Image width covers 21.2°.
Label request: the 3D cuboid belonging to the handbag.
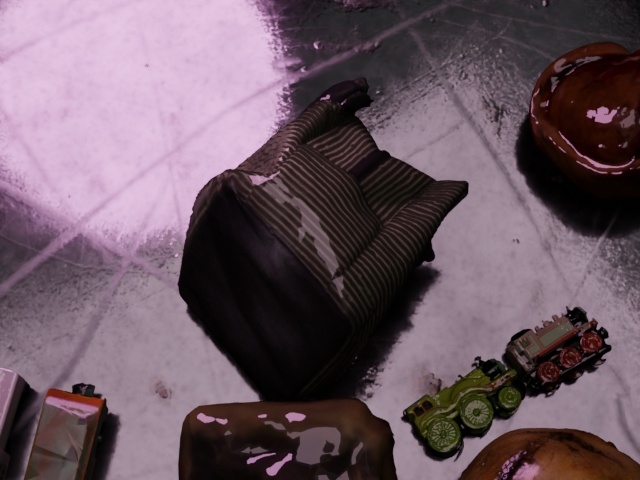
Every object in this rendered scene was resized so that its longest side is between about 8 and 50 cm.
[{"bbox_3d":[0.000,0.000,1.856,0.247,0.341,0.240,46,63,8],"label":"handbag"}]

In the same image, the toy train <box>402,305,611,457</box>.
[{"bbox_3d":[0.217,0.158,1.943,0.249,0.053,0.085,-31,73,-8],"label":"toy train"}]

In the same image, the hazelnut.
[{"bbox_3d":[0.336,-0.135,1.956,0.201,0.160,0.170,34,52,12],"label":"hazelnut"}]

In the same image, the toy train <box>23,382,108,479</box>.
[{"bbox_3d":[-0.288,0.247,1.896,0.072,0.099,0.188,12,77,3],"label":"toy train"}]

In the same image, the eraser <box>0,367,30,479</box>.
[{"bbox_3d":[-0.424,0.334,1.874,0.096,0.098,0.404,13,76,3],"label":"eraser"}]

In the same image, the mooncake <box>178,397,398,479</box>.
[{"bbox_3d":[-0.039,0.359,1.719,0.246,0.393,0.394,2,111,-1],"label":"mooncake"}]

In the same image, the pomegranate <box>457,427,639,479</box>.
[{"bbox_3d":[0.247,0.314,1.804,0.260,0.260,0.260,0,76,0],"label":"pomegranate"}]
